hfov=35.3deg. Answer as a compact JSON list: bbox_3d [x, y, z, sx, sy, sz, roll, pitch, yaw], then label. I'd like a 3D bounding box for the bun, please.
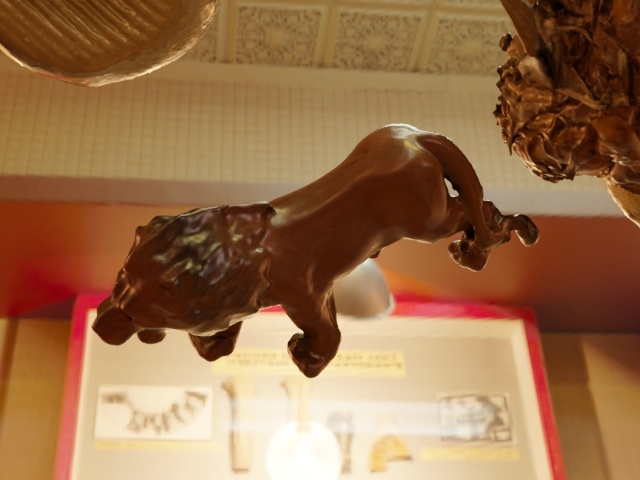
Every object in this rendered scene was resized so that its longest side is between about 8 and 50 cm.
[{"bbox_3d":[-0.169,-0.222,0.758,0.223,0.127,0.222,7,-64,15],"label":"bun"}]

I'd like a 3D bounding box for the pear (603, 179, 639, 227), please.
[{"bbox_3d":[0.445,-0.102,1.109,0.271,0.271,0.271,-2,-34,-1],"label":"pear"}]

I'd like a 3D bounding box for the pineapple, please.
[{"bbox_3d":[0.218,-0.101,0.728,0.158,0.161,0.334,-29,-36,-1],"label":"pineapple"}]

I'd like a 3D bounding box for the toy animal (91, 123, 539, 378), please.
[{"bbox_3d":[0.000,0.000,0.662,0.312,0.097,0.157,-29,-37,-15],"label":"toy animal"}]
